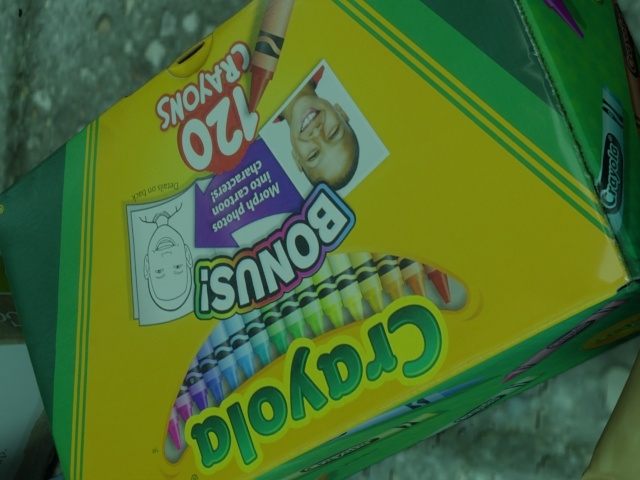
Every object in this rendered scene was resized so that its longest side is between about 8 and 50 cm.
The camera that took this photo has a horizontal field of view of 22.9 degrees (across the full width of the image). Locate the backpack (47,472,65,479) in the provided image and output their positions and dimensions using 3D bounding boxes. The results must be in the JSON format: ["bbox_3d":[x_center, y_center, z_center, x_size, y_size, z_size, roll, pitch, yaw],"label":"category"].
[{"bbox_3d":[-0.145,0.182,0.663,0.173,0.117,0.158,-91,5,-56],"label":"backpack"}]

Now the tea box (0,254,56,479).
[{"bbox_3d":[-0.333,0.098,0.799,0.323,0.220,0.329,40,114,34],"label":"tea box"}]

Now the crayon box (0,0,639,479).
[{"bbox_3d":[0.000,0.000,0.610,0.278,0.081,0.165,-32,69,35],"label":"crayon box"}]

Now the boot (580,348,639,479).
[{"bbox_3d":[0.131,-0.045,0.435,0.236,0.089,0.269,18,102,-1],"label":"boot"}]
